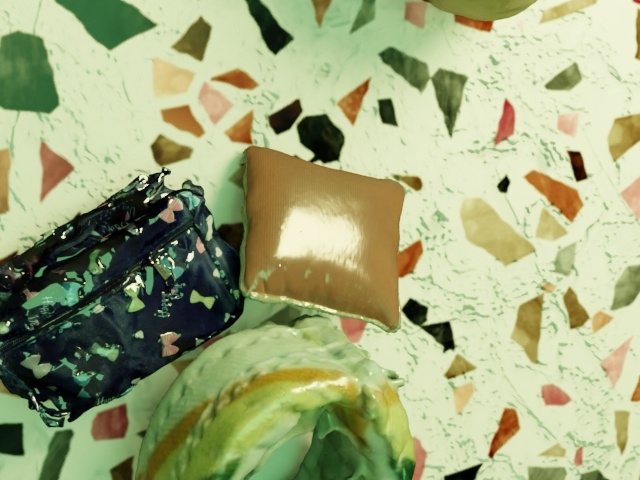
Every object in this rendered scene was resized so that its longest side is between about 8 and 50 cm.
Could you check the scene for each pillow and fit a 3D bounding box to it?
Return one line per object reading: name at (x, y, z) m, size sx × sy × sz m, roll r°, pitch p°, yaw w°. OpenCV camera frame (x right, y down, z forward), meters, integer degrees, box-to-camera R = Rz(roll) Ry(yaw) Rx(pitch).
pillow at (0.000, 0.000, 1.629) m, size 0.179 × 0.075 × 0.171 m, roll 13°, pitch 63°, yaw -23°

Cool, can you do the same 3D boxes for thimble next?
thimble at (-0.038, 0.218, 1.590) m, size 0.254 × 0.167 × 0.288 m, roll 16°, pitch 105°, yaw -35°

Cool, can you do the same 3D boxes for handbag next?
handbag at (-0.199, 0.051, 1.558) m, size 0.260 × 0.113 × 0.162 m, roll -34°, pitch 121°, yaw -16°

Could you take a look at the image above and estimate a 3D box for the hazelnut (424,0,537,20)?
hazelnut at (0.156, -0.352, 1.578) m, size 0.261 × 0.241 × 0.261 m, roll -16°, pitch 135°, yaw -17°
